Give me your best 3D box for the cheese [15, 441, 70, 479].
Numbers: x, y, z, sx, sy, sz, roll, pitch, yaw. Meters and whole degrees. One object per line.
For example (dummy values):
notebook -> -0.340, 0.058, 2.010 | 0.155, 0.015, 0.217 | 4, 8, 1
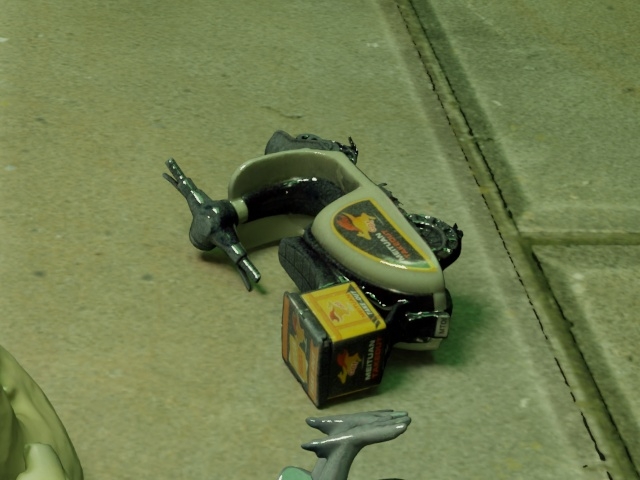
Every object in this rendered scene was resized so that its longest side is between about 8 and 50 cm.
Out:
cheese -> -0.137, 0.190, 0.769 | 0.127, 0.049, 0.235 | -9, 43, -33

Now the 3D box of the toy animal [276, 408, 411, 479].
toy animal -> 0.039, 0.180, 0.914 | 0.255, 0.176, 0.239 | -15, 6, 6

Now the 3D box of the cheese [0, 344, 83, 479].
cheese -> -0.271, 0.123, 0.927 | 0.248, 0.251, 0.173 | -32, 51, 5

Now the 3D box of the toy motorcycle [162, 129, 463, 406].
toy motorcycle -> 0.000, 0.000, 1.219 | 0.157, 0.091, 0.263 | -15, 40, -24
